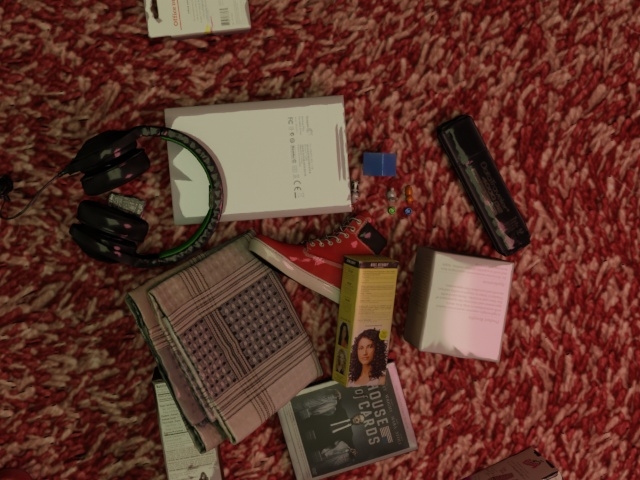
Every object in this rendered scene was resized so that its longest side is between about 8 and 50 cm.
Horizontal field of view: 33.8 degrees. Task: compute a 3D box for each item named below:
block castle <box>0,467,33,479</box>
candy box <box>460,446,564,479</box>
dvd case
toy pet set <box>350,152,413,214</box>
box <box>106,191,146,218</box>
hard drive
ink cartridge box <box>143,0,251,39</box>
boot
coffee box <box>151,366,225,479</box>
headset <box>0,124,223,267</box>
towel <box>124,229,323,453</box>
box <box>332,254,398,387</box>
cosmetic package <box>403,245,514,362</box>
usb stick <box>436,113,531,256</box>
[{"bbox_3d":[-0.463,0.642,1.828,0.453,0.213,0.303,39,91,-9],"label":"block castle"},{"bbox_3d":[0.327,0.480,1.949,0.233,0.159,0.071,-24,98,-4],"label":"candy box"},{"bbox_3d":[0.047,0.340,1.969,0.239,0.029,0.179,-16,96,-5],"label":"dvd case"},{"bbox_3d":[0.116,-0.103,1.927,0.122,0.065,0.114,1,94,-8],"label":"toy pet set"},{"bbox_3d":[-0.356,-0.040,1.895,0.067,0.018,0.083,14,92,-8],"label":"box"},{"bbox_3d":[-0.110,-0.144,1.890,0.319,0.040,0.210,-4,95,0],"label":"hard drive"},{"bbox_3d":[-0.220,-0.414,1.864,0.181,0.061,0.104,-7,95,-7],"label":"ink cartridge box"},{"bbox_3d":[0.000,0.000,1.894,0.244,0.088,0.176,27,89,-28],"label":"boot"},{"bbox_3d":[-0.233,0.348,1.879,0.098,0.141,0.246,-9,94,-6],"label":"coffee box"},{"bbox_3d":[-0.370,-0.080,1.828,0.394,0.185,0.243,0,99,-14],"label":"headset"},{"bbox_3d":[-0.154,0.168,1.829,0.324,0.056,0.312,-31,99,-44],"label":"towel"},{"bbox_3d":[0.080,0.144,1.891,0.087,0.058,0.232,-1,101,-30],"label":"box"},{"bbox_3d":[0.249,0.113,1.915,0.151,0.151,0.183,9,92,-7],"label":"cosmetic package"},{"bbox_3d":[0.305,-0.103,1.961,0.077,0.045,0.278,-30,97,-11],"label":"usb stick"}]
